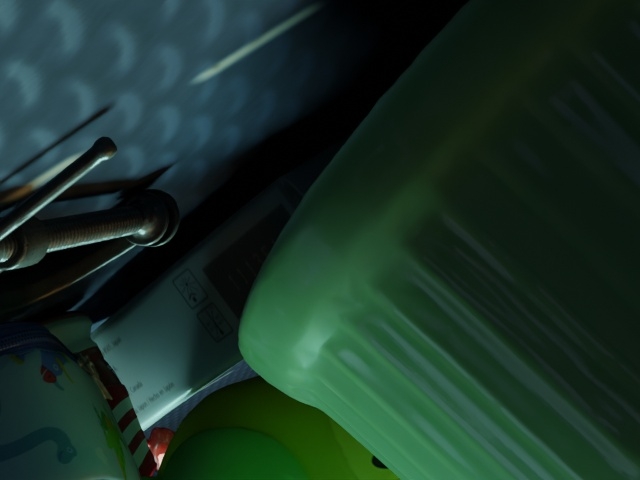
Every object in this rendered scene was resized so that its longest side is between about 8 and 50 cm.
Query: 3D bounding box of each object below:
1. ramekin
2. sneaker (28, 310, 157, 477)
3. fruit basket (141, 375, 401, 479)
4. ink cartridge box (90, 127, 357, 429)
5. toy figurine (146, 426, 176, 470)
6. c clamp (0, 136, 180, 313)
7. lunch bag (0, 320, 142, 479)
[{"bbox_3d":[0.129,-0.010,0.614,0.303,0.148,0.303,-41,167,-11],"label":"ramekin"},{"bbox_3d":[-0.179,0.138,0.790,0.221,0.128,0.087,-32,173,4],"label":"sneaker"},{"bbox_3d":[0.105,0.120,0.833,0.283,0.392,0.392,-36,173,17],"label":"fruit basket"},{"bbox_3d":[0.000,0.000,0.867,0.239,0.060,0.275,-36,179,-42],"label":"ink cartridge box"},{"bbox_3d":[0.031,0.055,1.179,0.362,0.191,0.217,-36,-156,4],"label":"toy figurine"},{"bbox_3d":[-0.098,0.006,0.589,0.137,0.022,0.160,-31,175,14],"label":"c clamp"},{"bbox_3d":[-0.182,0.115,0.668,0.219,0.090,0.176,-26,166,-3],"label":"lunch bag"}]
